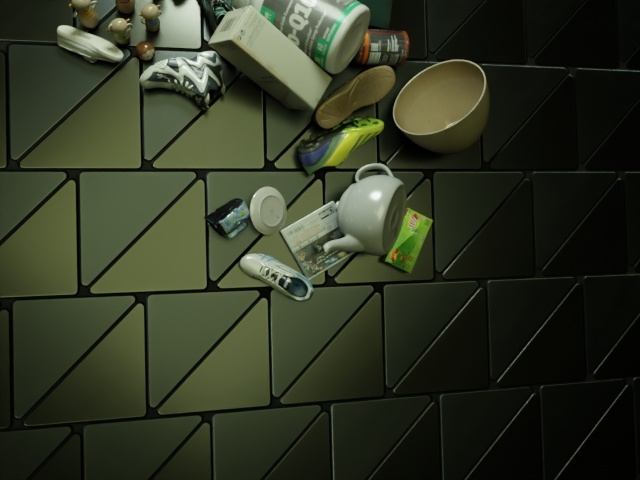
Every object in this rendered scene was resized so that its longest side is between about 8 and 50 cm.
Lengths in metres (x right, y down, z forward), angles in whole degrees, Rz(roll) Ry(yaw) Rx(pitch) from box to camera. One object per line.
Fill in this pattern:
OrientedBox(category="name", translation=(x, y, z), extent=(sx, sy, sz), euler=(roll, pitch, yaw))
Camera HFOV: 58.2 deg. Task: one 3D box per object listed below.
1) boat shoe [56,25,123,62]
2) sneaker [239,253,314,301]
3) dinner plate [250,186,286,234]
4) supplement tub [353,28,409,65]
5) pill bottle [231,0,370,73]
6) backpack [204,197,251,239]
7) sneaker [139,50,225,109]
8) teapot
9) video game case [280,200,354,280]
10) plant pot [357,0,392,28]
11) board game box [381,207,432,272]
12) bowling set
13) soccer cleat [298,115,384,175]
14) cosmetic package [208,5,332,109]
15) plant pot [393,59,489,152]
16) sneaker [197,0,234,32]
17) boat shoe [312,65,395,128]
OrientedBox(category="boat shoe", translation=(-0.644, -0.532, 1.601), extent=(0.184, 0.066, 0.063), euler=(18, 129, -13))
OrientedBox(category="sneaker", translation=(-0.125, 0.104, 1.680), extent=(0.237, 0.086, 0.085), euler=(27, 85, -9))
OrientedBox(category="dinner plate", translation=(-0.147, -0.087, 1.676), extent=(0.141, 0.017, 0.141), euler=(-4, 95, -47))
OrientedBox(category="supplement tub", translation=(0.163, -0.589, 1.750), extent=(0.198, 0.106, 0.106), euler=(-1, 89, -12))
OrientedBox(category="pill bottle", translation=(-0.059, -0.644, 1.619), extent=(0.361, 0.204, 0.204), euler=(33, 82, 10))
OrientedBox(category="backpack", translation=(-0.256, -0.063, 1.650), extent=(0.114, 0.105, 0.084), euler=(-40, 119, -13))
OrientedBox(category="sneaker", translation=(-0.380, -0.434, 1.635), extent=(0.235, 0.094, 0.153), euler=(-20, 84, -22))
OrientedBox(category="teapot", translation=(0.134, -0.088, 1.689), extent=(0.187, 0.256, 0.252), euler=(15, 108, 22))
OrientedBox(category="video game case", translation=(0.000, 0.000, 1.741), extent=(0.190, 0.022, 0.173), euler=(-30, 94, -12))
OrientedBox(category="plant pot", translation=(0.101, -0.756, 1.699), extent=(0.234, 0.165, 0.165), euler=(7, 67, 4))
OrientedBox(category="board game box", translation=(0.269, 0.001, 1.786), extent=(0.092, 0.043, 0.181), euler=(25, 83, -10))
OrientedBox(category="bowling set", translation=(-0.508, -0.615, 1.583), extent=(0.287, 0.154, 0.200), euler=(-34, 95, -10))
OrientedBox(category="soccer cleat", translation=(0.065, -0.289, 1.744), extent=(0.289, 0.093, 0.121), euler=(-25, 124, -16))
OrientedBox(category="cosmetic package", translation=(-0.138, -0.498, 1.599), extent=(0.309, 0.160, 0.113), euler=(34, 82, -34))
OrientedBox(category="plant pot", translation=(0.389, -0.371, 1.732), extent=(0.284, 0.284, 0.191), euler=(-54, 134, -8))
OrientedBox(category="sneaker", translation=(-0.289, -0.673, 1.657), extent=(0.101, 0.106, 0.267), euler=(-23, 92, -9))
OrientedBox(category="boat shoe", translation=(0.094, -0.439, 1.736), extent=(0.285, 0.092, 0.103), euler=(-37, 119, -7))
